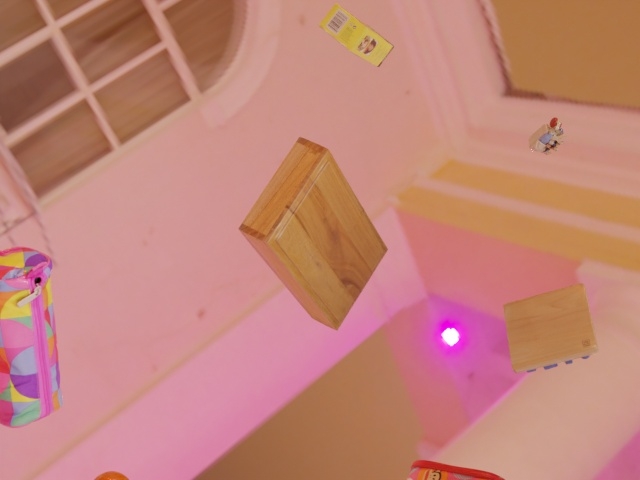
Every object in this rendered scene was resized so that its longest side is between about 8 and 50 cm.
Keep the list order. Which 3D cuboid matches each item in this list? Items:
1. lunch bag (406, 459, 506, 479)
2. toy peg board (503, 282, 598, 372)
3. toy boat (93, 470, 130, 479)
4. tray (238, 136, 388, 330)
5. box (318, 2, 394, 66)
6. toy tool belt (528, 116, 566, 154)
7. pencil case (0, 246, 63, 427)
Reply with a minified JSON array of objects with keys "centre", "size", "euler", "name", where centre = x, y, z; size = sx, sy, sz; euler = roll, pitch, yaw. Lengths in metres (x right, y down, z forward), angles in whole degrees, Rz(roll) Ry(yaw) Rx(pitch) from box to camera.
[{"centre":[0.285,0.570,2.307],"size":[0.258,0.120,0.293],"euler":[4,-37,28],"name":"lunch bag"},{"centre":[0.445,0.184,2.133],"size":[0.160,0.161,0.079],"euler":[-90,156,-43],"name":"toy peg board"},{"centre":[-0.258,0.375,1.459],"size":[0.151,0.231,0.151],"euler":[5,58,-66],"name":"toy boat"},{"centre":[0.000,0.000,2.106],"size":[0.076,0.203,0.411],"euler":[26,-15,28],"name":"tray"},{"centre":[0.073,-0.400,2.192],"size":[0.087,0.058,0.232],"euler":[41,12,13],"name":"box"},{"centre":[0.423,-0.189,2.041],"size":[0.051,0.052,0.083],"euler":[24,-42,-21],"name":"toy tool belt"},{"centre":[-0.388,0.124,1.444],"size":[0.104,0.104,0.236],"euler":[28,-54,43],"name":"pencil case"}]
